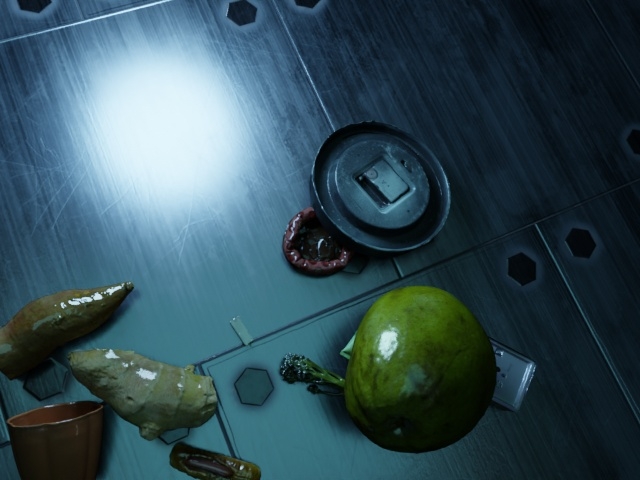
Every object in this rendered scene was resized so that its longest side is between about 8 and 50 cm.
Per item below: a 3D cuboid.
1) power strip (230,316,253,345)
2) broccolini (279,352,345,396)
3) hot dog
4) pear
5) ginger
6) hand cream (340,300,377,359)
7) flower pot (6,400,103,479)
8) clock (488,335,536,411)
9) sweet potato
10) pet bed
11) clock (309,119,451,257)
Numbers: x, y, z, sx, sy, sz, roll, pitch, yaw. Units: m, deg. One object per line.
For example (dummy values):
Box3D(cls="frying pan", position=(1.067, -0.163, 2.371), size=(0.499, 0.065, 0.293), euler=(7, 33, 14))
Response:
Box3D(cls="power strip", position=(-0.194, 0.226, 1.364), size=(0.027, 0.017, 0.083), euler=(-31, 81, -15))
Box3D(cls="broccolini", position=(0.074, 0.394, 1.343), size=(0.392, 0.074, 0.079), euler=(32, 31, 0))
Box3D(cls="hot dog", position=(-0.242, 0.521, 1.259), size=(0.216, 0.047, 0.066), euler=(19, 75, -3))
Box3D(cls="pear", position=(0.218, 0.283, 1.215), size=(0.352, 0.352, 0.413), euler=(40, 34, 3))
Box3D(cls="ginger", position=(-0.406, 0.329, 1.245), size=(0.354, 0.126, 0.189), euler=(25, 58, 2))
Box3D(cls="hand cream", position=(0.132, 0.236, 1.397), size=(0.095, 0.046, 0.175), euler=(33, 74, -5))
Box3D(cls="flower pot", position=(-0.553, 0.448, 1.169), size=(0.191, 0.190, 0.173), euler=(-6, 86, -10))
Box3D(cls="clock", position=(0.429, 0.332, 1.404), size=(0.192, 0.071, 0.146), euler=(27, 72, -1))
Box3D(cls="sweet potato", position=(-0.591, 0.175, 1.262), size=(0.337, 0.131, 0.131), euler=(-35, 82, -17))
Box3D(cls="pet bed", position=(0.000, 0.000, 1.439), size=(0.201, 0.053, 0.201), euler=(5, 71, -13))
Box3D(cls="clock", position=(0.156, -0.136, 1.462), size=(0.386, 0.076, 0.386), euler=(6, 68, -15))
